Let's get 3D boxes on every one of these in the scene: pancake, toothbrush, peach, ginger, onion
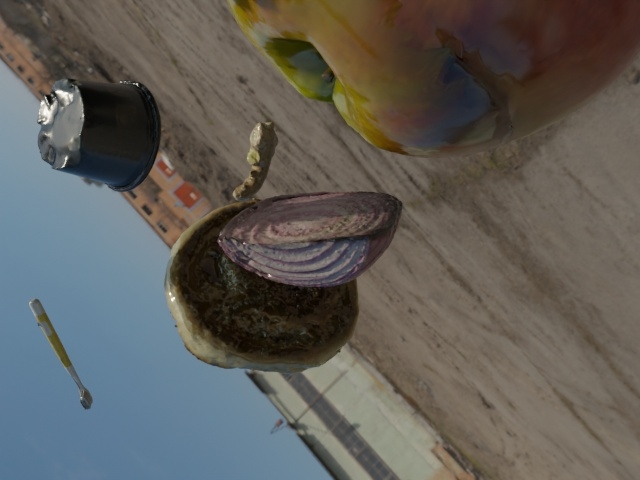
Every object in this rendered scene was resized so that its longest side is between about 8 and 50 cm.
[{"bbox_3d":[-0.097,0.073,0.975,0.356,0.356,0.065,46,148,11],"label":"pancake"},{"bbox_3d":[-0.505,0.230,1.084,0.024,0.021,0.288,-119,16,-56],"label":"toothbrush"},{"bbox_3d":[0.101,-0.255,0.423,0.370,0.370,0.370,46,173,7],"label":"peach"},{"bbox_3d":[-0.129,-0.162,1.143,0.051,0.174,0.069,21,-168,26],"label":"ginger"},{"bbox_3d":[0.000,0.000,0.843,0.247,0.249,0.112,-51,-43,-64],"label":"onion"}]

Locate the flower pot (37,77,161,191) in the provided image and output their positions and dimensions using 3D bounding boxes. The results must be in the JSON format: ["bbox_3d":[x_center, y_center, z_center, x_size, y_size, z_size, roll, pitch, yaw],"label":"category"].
[{"bbox_3d":[-0.304,-0.148,0.742,0.157,0.158,0.106,43,-159,27],"label":"flower pot"}]
